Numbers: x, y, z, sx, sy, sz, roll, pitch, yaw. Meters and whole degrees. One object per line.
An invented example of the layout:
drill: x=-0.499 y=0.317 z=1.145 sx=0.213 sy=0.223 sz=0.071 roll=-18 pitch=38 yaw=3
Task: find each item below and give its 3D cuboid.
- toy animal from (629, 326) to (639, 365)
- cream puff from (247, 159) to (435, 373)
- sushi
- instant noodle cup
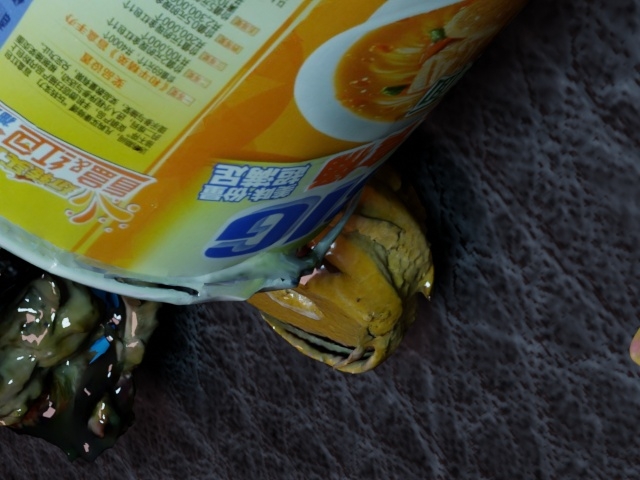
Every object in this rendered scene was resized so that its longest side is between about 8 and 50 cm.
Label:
toy animal: x=0.184 y=0.051 z=0.611 sx=0.159 sy=0.070 sz=0.083 roll=-21 pitch=98 yaw=57
cream puff: x=0.000 y=0.000 z=0.750 sx=0.119 sy=0.104 sz=0.133 roll=43 pitch=161 yaw=-33
sushi: x=-0.212 y=0.031 z=0.951 sx=0.225 sy=0.219 sz=0.238 roll=-55 pitch=35 yaw=13
instant noodle cup: x=-0.037 y=-0.150 z=0.575 sx=0.296 sy=0.296 sz=0.214 roll=56 pitch=135 yaw=6
